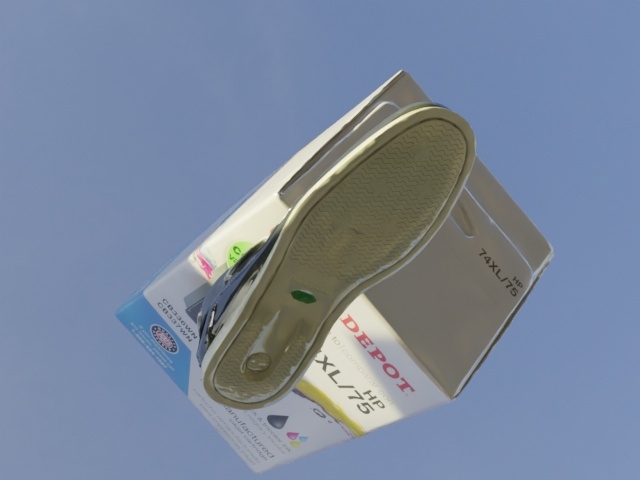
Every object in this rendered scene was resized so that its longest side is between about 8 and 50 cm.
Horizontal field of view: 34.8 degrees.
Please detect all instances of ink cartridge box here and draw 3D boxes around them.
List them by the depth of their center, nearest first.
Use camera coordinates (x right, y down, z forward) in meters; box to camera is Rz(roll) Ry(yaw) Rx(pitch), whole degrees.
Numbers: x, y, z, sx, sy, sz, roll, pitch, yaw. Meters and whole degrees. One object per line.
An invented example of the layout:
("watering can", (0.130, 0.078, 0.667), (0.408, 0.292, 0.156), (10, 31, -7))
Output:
("ink cartridge box", (0.008, 0.035, 0.848), (0.198, 0.270, 0.197), (49, -131, -6))

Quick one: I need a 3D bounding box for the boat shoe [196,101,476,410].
("boat shoe", (0.000, 0.000, 0.631), (0.084, 0.079, 0.233), (31, -69, -26))
